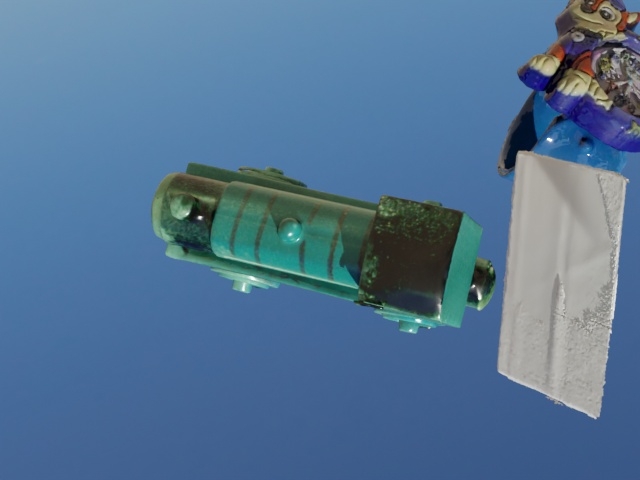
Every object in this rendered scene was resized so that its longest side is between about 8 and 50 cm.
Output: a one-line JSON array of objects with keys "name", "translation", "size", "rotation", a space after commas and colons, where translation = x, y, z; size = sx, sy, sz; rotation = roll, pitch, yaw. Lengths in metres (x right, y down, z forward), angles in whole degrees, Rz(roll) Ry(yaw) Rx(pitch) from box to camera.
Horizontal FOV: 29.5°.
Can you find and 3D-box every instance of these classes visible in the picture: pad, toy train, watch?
[{"name": "pad", "translation": [0.222, 0.039, 1.144], "size": [0.004, 0.232, 0.156], "rotation": [-4, -166, -31]}, {"name": "toy train", "translation": [0.000, 0.000, 1.053], "size": [0.298, 0.120, 0.194], "rotation": [13, 177, 16]}, {"name": "watch", "translation": [0.281, -0.138, 1.329], "size": [0.196, 0.171, 0.200], "rotation": [-54, 180, -38]}]
